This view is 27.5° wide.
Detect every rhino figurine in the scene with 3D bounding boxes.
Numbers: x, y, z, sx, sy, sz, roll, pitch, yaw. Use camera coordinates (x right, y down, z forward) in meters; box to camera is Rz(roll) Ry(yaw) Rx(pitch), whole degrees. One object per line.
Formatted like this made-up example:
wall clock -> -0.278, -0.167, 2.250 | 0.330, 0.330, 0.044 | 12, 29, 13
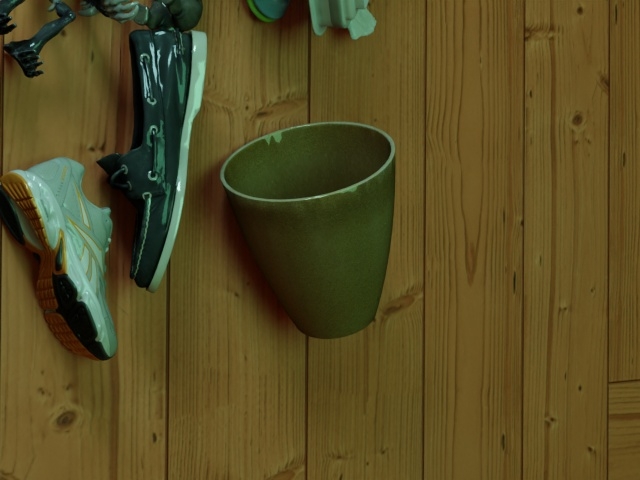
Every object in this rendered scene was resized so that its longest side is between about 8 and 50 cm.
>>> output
rhino figurine -> -0.187, -0.385, 1.708 | 0.106, 0.073, 0.243 | 21, 73, -68

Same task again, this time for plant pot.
plant pot -> 0.000, 0.000, 1.803 | 0.237, 0.237, 0.254 | -33, 126, -38

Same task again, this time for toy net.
toy net -> -0.012, -0.357, 1.899 | 0.232, 0.045, 0.122 | 14, 63, -44

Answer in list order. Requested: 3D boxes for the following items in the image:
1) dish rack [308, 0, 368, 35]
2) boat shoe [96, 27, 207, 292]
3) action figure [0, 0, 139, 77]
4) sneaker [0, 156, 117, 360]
dish rack -> 0.054, -0.474, 1.810 | 0.285, 0.072, 0.333 | 83, 22, -52
boat shoe -> -0.224, -0.108, 1.653 | 0.113, 0.127, 0.340 | 10, 89, -16
action figure -> -0.289, -0.325, 1.574 | 0.276, 0.141, 0.164 | -59, 140, -26
sneaker -> -0.290, 0.019, 1.603 | 0.121, 0.099, 0.262 | -34, 113, -42
